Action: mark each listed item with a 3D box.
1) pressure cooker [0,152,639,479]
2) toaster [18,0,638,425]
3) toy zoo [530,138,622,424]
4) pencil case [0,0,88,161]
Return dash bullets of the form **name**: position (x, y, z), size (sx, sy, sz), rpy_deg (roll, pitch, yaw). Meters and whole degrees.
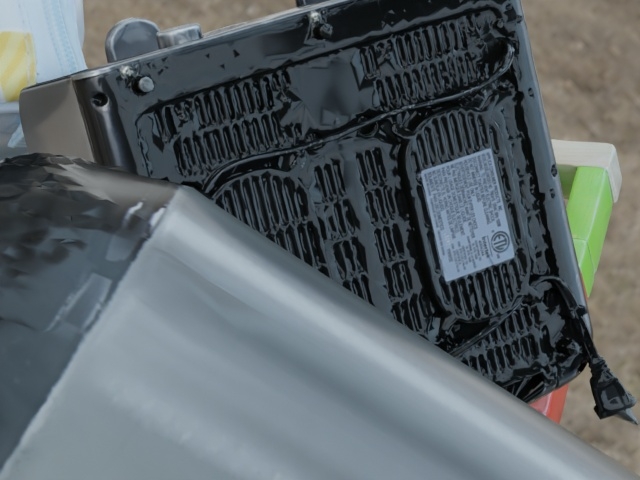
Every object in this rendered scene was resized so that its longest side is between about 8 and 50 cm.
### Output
- **pressure cooker**: position (0.010, 0.220, 0.451), size (0.420, 0.370, 0.375), rpy_deg (34, 23, -5)
- **toaster**: position (0.000, 0.000, 0.647), size (0.168, 0.110, 0.185), rpy_deg (-19, 103, -21)
- **toy zoo**: position (0.008, 0.073, 0.790), size (0.030, 0.192, 0.293), rpy_deg (66, 36, -50)
- **pencil case**: position (-0.157, -0.164, 0.741), size (0.113, 0.124, 0.273), rpy_deg (14, 70, -71)
